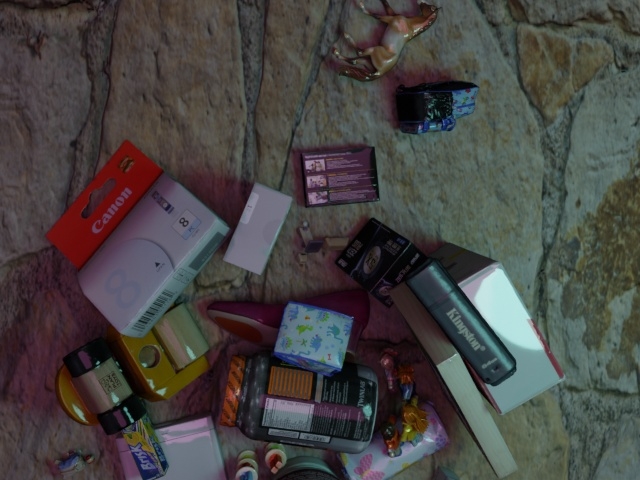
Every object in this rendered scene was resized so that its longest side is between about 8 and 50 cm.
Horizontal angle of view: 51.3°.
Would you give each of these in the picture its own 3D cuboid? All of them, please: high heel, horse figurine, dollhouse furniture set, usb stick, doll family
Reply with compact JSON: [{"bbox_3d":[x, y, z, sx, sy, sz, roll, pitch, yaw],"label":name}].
[{"bbox_3d":[-0.074,0.165,1.602,0.378,0.127,0.181,15,55,2],"label":"high heel"},{"bbox_3d":[0.144,-0.475,1.574,0.175,0.066,0.263,31,88,0],"label":"horse figurine"},{"bbox_3d":[0.000,0.000,1.620,0.114,0.091,0.081,0,51,-26],"label":"dollhouse furniture set"},{"bbox_3d":[0.265,0.153,1.252,0.077,0.045,0.278,-38,96,2],"label":"usb stick"},{"bbox_3d":[0.198,0.364,1.527,0.119,0.163,0.262,-6,53,12],"label":"doll family"}]

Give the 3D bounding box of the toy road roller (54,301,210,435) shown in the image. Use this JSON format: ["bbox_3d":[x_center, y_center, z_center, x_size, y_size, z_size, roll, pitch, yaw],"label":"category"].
[{"bbox_3d":[-0.446,0.285,1.531,0.330,0.241,0.202,-33,97,-40],"label":"toy road roller"}]

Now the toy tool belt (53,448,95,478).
[{"bbox_3d":[-0.586,0.524,1.582,0.083,0.052,0.051,-31,104,-3],"label":"toy tool belt"}]

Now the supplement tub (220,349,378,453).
[{"bbox_3d":[-0.051,0.369,1.540,0.338,0.207,0.207,10,93,-5],"label":"supplement tub"}]

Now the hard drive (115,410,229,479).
[{"bbox_3d":[-0.337,0.613,1.611,0.233,0.047,0.352,-13,95,-4],"label":"hard drive"}]

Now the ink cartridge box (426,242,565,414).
[{"bbox_3d":[0.337,0.175,1.474,0.160,0.384,0.279,-32,96,1],"label":"ink cartridge box"}]

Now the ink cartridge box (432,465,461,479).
[{"bbox_3d":[0.312,0.624,1.631,0.052,0.122,0.088,23,92,-10],"label":"ink cartridge box"}]

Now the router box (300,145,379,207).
[{"bbox_3d":[0.047,-0.151,1.595,0.179,0.046,0.133,-5,94,-5],"label":"router box"}]

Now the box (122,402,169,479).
[{"bbox_3d":[-0.411,0.469,1.543,0.054,0.059,0.168,-22,94,-1],"label":"box"}]

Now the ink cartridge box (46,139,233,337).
[{"bbox_3d":[-0.424,-0.024,1.456,0.385,0.091,0.308,39,89,23],"label":"ink cartridge box"}]

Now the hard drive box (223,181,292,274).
[{"bbox_3d":[-0.138,-0.032,1.494,0.089,0.232,0.181,23,91,-6],"label":"hard drive box"}]

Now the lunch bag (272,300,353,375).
[{"bbox_3d":[-0.020,0.214,1.461,0.151,0.096,0.128,19,64,-12],"label":"lunch bag"}]

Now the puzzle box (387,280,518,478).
[{"bbox_3d":[0.290,0.307,1.458,0.052,0.272,0.408,-31,122,0],"label":"puzzle box"}]

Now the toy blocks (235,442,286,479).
[{"bbox_3d":[-0.139,0.536,1.572,0.123,0.148,0.054,-17,95,-3],"label":"toy blocks"}]

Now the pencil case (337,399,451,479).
[{"bbox_3d":[0.177,0.500,1.616,0.273,0.113,0.124,-29,59,-2],"label":"pencil case"}]

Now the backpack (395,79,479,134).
[{"bbox_3d":[0.280,-0.315,1.557,0.174,0.158,0.116,-10,103,-16],"label":"backpack"}]

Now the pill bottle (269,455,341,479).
[{"bbox_3d":[-0.024,0.641,1.466,0.224,0.392,0.223,0,94,-5],"label":"pill bottle"}]

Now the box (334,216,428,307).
[{"bbox_3d":[0.138,0.047,1.543,0.077,0.180,0.147,39,91,-33],"label":"box"}]
